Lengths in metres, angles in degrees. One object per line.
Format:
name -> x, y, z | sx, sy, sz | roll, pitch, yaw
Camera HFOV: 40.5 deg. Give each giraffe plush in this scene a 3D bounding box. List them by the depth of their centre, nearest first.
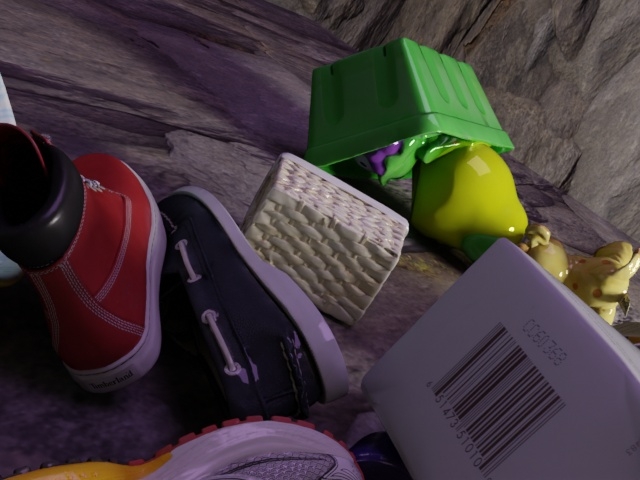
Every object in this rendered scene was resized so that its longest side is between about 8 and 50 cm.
giraffe plush -> 0.359, 0.056, 1.289 | 0.171, 0.181, 0.210 | 22, -1, 9

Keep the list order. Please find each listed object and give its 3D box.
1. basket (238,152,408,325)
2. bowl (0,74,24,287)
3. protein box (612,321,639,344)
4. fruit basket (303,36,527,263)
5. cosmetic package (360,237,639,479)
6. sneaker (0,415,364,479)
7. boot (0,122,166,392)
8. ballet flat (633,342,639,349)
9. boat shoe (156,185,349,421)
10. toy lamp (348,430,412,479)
basket -> 0.000, 0.000, 0.933 | 0.167, 0.113, 0.103 | 29, 20, -7
bowl -> -0.310, -0.089, 0.549 | 0.156, 0.289, 0.289 | -16, 29, -5
protein box -> 0.425, 0.168, 0.983 | 0.201, 0.135, 0.200 | -2, -1, 33
fruit basket -> 0.174, -0.117, 1.410 | 0.392, 0.283, 0.392 | 31, 53, -51
cosmetic package -> 0.233, 0.189, 0.616 | 0.385, 0.156, 0.217 | 37, 13, -31
sneaker -> -0.070, 0.158, 0.439 | 0.225, 0.088, 0.092 | -8, 47, -34
boot -> -0.179, -0.036, 0.614 | 0.244, 0.088, 0.176 | -112, -178, -52
ballet flat -> 0.372, 0.146, 0.836 | 0.349, 0.123, 0.123 | -10, 1, 25
boat shoe -> -0.092, 0.043, 0.689 | 0.091, 0.114, 0.302 | -24, 30, -21
toy lamp -> 0.021, 0.195, 0.507 | 0.080, 0.080, 0.274 | 32, 18, 3
